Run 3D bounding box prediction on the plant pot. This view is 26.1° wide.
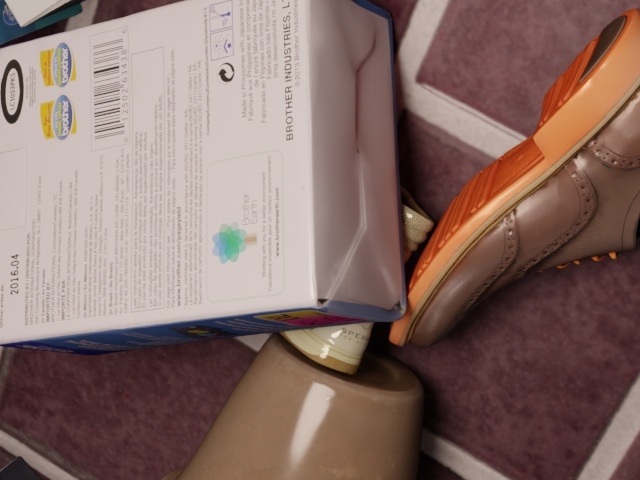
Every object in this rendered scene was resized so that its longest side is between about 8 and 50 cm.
[{"bbox_3d":[-0.011,0.210,1.255,0.263,0.263,0.229,22,102,17],"label":"plant pot"}]

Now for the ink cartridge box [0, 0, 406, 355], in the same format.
[{"bbox_3d":[-0.137,-0.048,1.171,0.395,0.151,0.270,-8,77,29],"label":"ink cartridge box"}]

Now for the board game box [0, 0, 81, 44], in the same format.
[{"bbox_3d":[-0.431,-0.195,1.253,0.336,0.254,0.079,-3,110,28],"label":"board game box"}]

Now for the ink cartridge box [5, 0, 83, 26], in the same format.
[{"bbox_3d":[-0.246,-0.287,1.191,0.072,0.127,0.175,-24,100,33],"label":"ink cartridge box"}]

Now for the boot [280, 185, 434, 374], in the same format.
[{"bbox_3d":[0.000,0.000,1.222,0.213,0.077,0.165,39,104,46],"label":"boot"}]

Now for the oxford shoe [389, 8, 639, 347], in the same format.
[{"bbox_3d":[0.182,-0.011,1.104,0.133,0.130,0.363,36,129,-5],"label":"oxford shoe"}]

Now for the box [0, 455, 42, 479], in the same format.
[{"bbox_3d":[-0.353,0.358,1.567,0.158,0.093,0.156,47,125,2],"label":"box"}]
